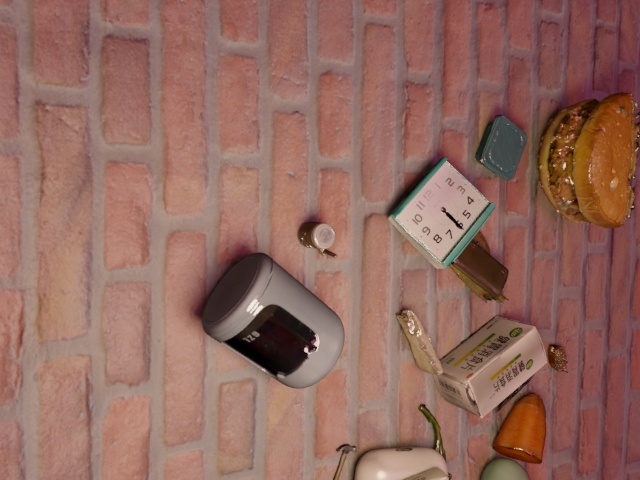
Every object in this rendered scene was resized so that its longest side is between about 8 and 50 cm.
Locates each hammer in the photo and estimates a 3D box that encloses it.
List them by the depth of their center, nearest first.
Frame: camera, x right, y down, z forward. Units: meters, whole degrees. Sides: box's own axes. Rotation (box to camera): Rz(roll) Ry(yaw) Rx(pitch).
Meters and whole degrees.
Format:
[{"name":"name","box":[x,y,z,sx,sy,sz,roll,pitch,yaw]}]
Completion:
[{"name":"hammer","box":[0.048,0.681,1.594,0.062,0.017,0.182,25,82,-26]}]

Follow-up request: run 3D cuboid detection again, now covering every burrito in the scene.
[{"name":"burrito","box":[0.299,0.303,1.668,0.060,0.087,0.226,-33,103,-31]}]

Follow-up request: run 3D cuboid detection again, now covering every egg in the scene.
[{"name":"egg","box":[0.613,0.830,1.807,0.167,0.168,0.231,-15,104,-26]}]

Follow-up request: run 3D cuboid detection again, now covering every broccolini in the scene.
[{"name":"broccolini","box":[0.332,0.652,1.726,0.123,0.062,0.272,-16,93,-31]}]

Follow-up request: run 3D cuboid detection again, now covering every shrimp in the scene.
[{"name":"shrimp","box":[0.509,0.076,1.764,0.168,0.077,0.317,-47,106,-18]}]

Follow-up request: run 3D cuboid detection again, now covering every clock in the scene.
[{"name":"clock","box":[0.357,-0.077,1.648,0.231,0.116,0.262,43,72,-2]}]

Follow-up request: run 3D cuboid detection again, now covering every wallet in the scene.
[{"name":"wallet","box":[0.497,0.083,1.704,0.198,0.031,0.110,36,66,-14]}]

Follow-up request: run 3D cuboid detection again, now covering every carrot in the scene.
[{"name":"carrot","box":[0.690,0.624,1.861,0.159,0.159,0.225,31,69,-25]}]

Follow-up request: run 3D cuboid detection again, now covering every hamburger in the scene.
[{"name":"hamburger","box":[0.853,-0.266,1.814,0.286,0.268,0.446,-2,98,-29]}]

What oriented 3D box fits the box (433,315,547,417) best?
[{"name":"box","box":[0.532,0.395,1.738,0.332,0.173,0.145,-31,105,-22]}]

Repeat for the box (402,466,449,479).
[{"name":"box","box":[0.295,0.784,1.517,0.168,0.071,0.260,-15,94,-15]}]

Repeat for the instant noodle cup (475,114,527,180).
[{"name":"instant noodle cup","box":[0.581,-0.298,1.785,0.157,0.070,0.179,27,80,-27]}]

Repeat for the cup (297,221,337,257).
[{"name":"cup","box":[-0.007,0.001,1.481,0.074,0.099,0.102,-12,98,-25]}]

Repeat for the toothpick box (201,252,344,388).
[{"name":"toothpick box","box":[-0.092,0.213,1.385,0.354,0.263,0.263,41,75,-24]}]

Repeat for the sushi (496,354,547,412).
[{"name":"sushi","box":[0.655,0.466,1.839,0.192,0.050,0.215,-32,148,-25]}]

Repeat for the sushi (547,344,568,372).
[{"name":"sushi","box":[0.860,0.426,1.977,0.052,0.055,0.121,-20,103,-31]}]

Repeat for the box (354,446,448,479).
[{"name":"box","box":[0.234,0.787,1.610,0.288,0.141,0.350,3,91,-16]}]
